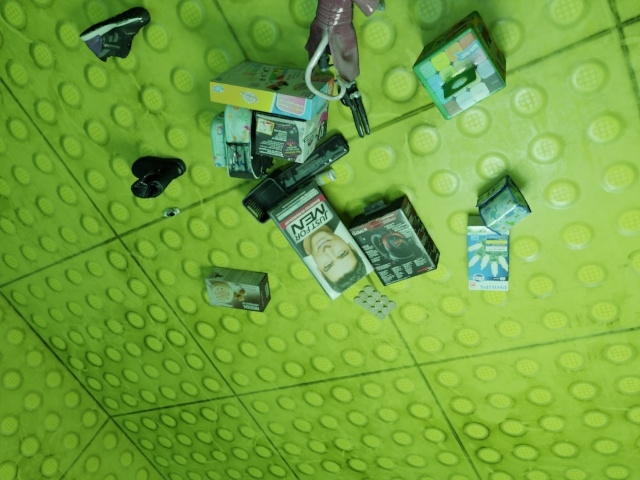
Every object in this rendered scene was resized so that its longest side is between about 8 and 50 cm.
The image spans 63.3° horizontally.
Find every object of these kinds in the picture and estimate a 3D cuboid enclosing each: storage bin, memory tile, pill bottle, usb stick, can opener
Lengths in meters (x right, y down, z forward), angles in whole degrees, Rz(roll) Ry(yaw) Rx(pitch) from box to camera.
[{"bbox_3d":[-0.184,-0.160,1.903,0.180,0.084,0.122,-34,106,34],"label":"storage bin"},{"bbox_3d":[0.217,0.246,2.063,0.148,0.012,0.113,34,126,-3],"label":"memory tile"},{"bbox_3d":[0.011,-0.218,1.819,0.083,0.043,0.043,-17,114,29],"label":"pill bottle"},{"bbox_3d":[-0.026,-0.262,1.771,0.278,0.045,0.077,-32,93,22],"label":"usb stick"},{"bbox_3d":[0.117,-0.416,1.655,0.059,0.073,0.186,-32,115,-8],"label":"can opener"}]

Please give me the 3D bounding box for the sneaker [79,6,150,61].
[{"bbox_3d":[-0.661,-0.685,1.745,0.284,0.107,0.124,-6,134,27],"label":"sneaker"}]

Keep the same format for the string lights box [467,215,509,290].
[{"bbox_3d":[0.570,0.044,1.764,0.134,0.076,0.259,0,121,19],"label":"string lights box"}]

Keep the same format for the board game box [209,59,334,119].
[{"bbox_3d":[-0.142,-0.467,1.592,0.317,0.242,0.064,14,126,12],"label":"board game box"}]

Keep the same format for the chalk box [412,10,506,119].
[{"bbox_3d":[0.372,-0.458,1.380,0.180,0.289,0.179,-28,109,32],"label":"chalk box"}]

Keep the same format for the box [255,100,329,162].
[{"bbox_3d":[-0.083,-0.363,1.633,0.164,0.247,0.142,14,127,12],"label":"box"}]

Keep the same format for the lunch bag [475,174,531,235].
[{"bbox_3d":[0.562,-0.116,1.624,0.096,0.151,0.129,25,129,-29],"label":"lunch bag"}]

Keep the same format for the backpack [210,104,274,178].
[{"bbox_3d":[-0.251,-0.353,1.718,0.191,0.225,0.253,10,120,8],"label":"backpack"}]

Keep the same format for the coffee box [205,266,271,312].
[{"bbox_3d":[-0.344,0.206,2.187,0.247,0.098,0.141,7,123,16],"label":"coffee box"}]

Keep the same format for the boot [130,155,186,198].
[{"bbox_3d":[-0.653,-0.236,1.948,0.247,0.207,0.094,2,122,20],"label":"boot"}]

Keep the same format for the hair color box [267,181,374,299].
[{"bbox_3d":[0.000,0.000,1.810,0.185,0.113,0.374,-37,102,-7],"label":"hair color box"}]

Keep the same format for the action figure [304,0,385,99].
[{"bbox_3d":[0.025,-0.624,1.428,0.248,0.275,0.370,21,140,13],"label":"action figure"}]

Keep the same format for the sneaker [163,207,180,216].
[{"bbox_3d":[-0.615,-0.111,2.120,0.083,0.037,0.031,-15,117,29],"label":"sneaker"}]

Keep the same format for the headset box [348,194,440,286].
[{"bbox_3d":[0.253,-0.007,1.825,0.218,0.110,0.293,-23,111,31],"label":"headset box"}]
